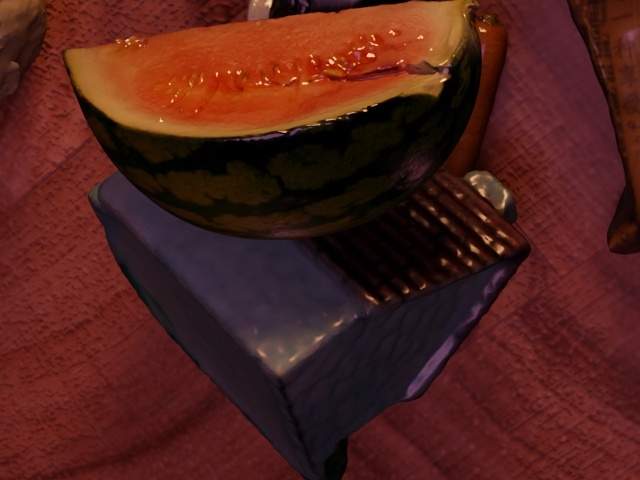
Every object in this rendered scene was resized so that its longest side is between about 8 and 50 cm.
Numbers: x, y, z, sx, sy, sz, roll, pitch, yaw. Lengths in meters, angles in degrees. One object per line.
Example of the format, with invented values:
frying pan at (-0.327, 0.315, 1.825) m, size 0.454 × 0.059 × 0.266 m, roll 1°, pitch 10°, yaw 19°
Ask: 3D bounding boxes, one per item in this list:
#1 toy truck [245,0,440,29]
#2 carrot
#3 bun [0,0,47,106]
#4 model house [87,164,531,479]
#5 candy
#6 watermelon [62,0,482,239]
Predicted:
toy truck at (0.034, -0.292, 1.383) m, size 0.146 × 0.175 × 0.367 m, roll 9°, pitch 110°, yaw 12°
carrot at (0.105, -0.064, 1.516) m, size 0.043 × 0.043 × 0.248 m, roll 16°, pitch 113°, yaw 8°
bun at (-0.323, -0.200, 1.515) m, size 0.243 × 0.153 × 0.244 m, roll 14°, pitch 129°, yaw 18°
model house at (0.000, 0.000, 1.489) m, size 0.248 × 0.230 × 0.280 m, roll -38°, pitch 61°, yaw -14°
candy at (0.260, -0.123, 1.414) m, size 0.143 × 0.101 × 0.271 m, roll -9°, pitch 112°, yaw 14°
watermelon at (-0.041, -0.078, 1.298) m, size 0.303 × 0.128 × 0.159 m, roll -5°, pitch 91°, yaw 13°
